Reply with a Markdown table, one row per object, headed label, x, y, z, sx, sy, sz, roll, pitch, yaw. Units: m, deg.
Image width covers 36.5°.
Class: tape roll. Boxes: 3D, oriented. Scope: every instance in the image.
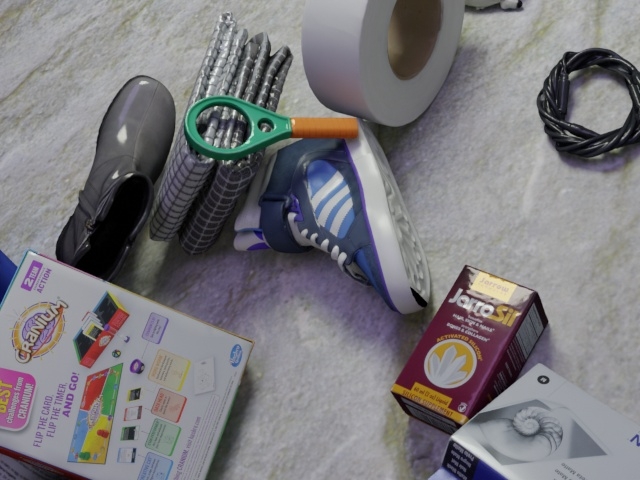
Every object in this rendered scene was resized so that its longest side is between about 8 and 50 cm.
| label | x | y | z | sx | sy | sz | roll | pitch | yaw |
| --- | --- | --- | --- | --- | --- | --- | --- | --- | --- |
| tape roll | 0.095 | -0.308 | 1.373 | 0.100 | 0.286 | 0.286 | 19 | 68 | 31 |

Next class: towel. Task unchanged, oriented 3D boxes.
| label | x | y | z | sx | sy | sz | roll | pitch | yaw |
| --- | --- | --- | --- | --- | --- | --- | --- | --- | --- |
| towel | -0.145 | -0.149 | 1.408 | 0.121 | 0.235 | 0.284 | 19 | 57 | -11 |

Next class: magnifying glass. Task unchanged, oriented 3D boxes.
| label | x | y | z | sx | sy | sz | roll | pitch | yaw |
| --- | --- | --- | --- | --- | --- | --- | --- | --- | --- |
| magnifying glass | -0.063 | -0.148 | 1.273 | 0.231 | 0.026 | 0.092 | -1 | 63 | -16 |

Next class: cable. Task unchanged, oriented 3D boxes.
| label | x | y | z | sx | sy | sz | roll | pitch | yaw |
| --- | --- | --- | --- | --- | --- | --- | --- | --- | --- |
| cable | 0.373 | -0.190 | 1.330 | 0.150 | 0.047 | 0.184 | -27 | 54 | 11 |

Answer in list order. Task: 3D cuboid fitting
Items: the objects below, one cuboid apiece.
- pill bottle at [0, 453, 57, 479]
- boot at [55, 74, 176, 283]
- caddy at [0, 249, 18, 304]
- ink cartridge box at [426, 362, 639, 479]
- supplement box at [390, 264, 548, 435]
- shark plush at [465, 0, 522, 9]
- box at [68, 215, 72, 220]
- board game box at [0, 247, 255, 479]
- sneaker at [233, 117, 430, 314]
| label | x | y | z | sx | sy | sz | roll | pitch | yaw |
| --- | --- | --- | --- | --- | --- | --- | --- | --- | --- |
| pill bottle | -0.395 | 0.244 | 1.298 | 0.160 | 0.160 | 0.283 | 32 | 74 | 36 |
| boot | -0.276 | -0.088 | 1.411 | 0.222 | 0.118 | 0.338 | 4 | 75 | 69 |
| caddy | -0.613 | 0.092 | 1.483 | 0.341 | 0.179 | 0.241 | 0 | 59 | 23 |
| ink cartridge box | 0.251 | 0.254 | 1.033 | 0.224 | 0.045 | 0.223 | -34 | 48 | -29 |
| supplement box | 0.181 | 0.137 | 1.167 | 0.104 | 0.081 | 0.188 | 21 | 68 | 33 |
| shark plush | 0.257 | -0.388 | 1.521 | 0.161 | 0.073 | 0.067 | -21 | 29 | 36 |
| box | -0.376 | -0.004 | 1.544 | 0.067 | 0.018 | 0.083 | -7 | 56 | 19 |
| board game box | -0.270 | 0.182 | 1.218 | 0.316 | 0.064 | 0.242 | 25 | 66 | -11 |
| sneaker | 0.000 | -0.001 | 1.321 | 0.236 | 0.130 | 0.323 | -27 | 55 | 15 |
